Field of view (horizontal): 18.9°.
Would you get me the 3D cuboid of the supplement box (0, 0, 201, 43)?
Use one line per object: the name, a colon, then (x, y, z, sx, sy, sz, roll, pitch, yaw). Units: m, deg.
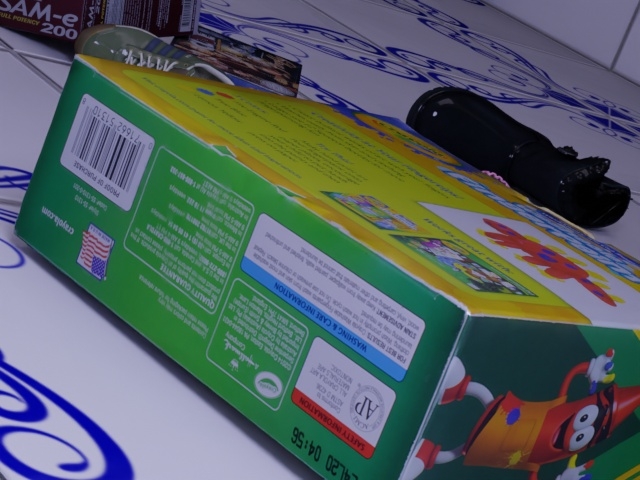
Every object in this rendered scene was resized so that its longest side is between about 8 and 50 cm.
supplement box: (-0.257, -0.281, 2.265, 0.130, 0.073, 0.239, 16, 15, 28)

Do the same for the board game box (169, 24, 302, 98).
board game box: (-0.108, -0.206, 2.360, 0.165, 0.042, 0.243, 21, 14, -5)

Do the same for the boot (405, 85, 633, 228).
boot: (0.252, -0.104, 2.412, 0.246, 0.094, 0.207, 20, 9, -35)

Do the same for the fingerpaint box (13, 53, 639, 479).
fingerpaint box: (0.050, 0.037, 1.447, 0.371, 0.163, 0.445, 7, 20, -47)

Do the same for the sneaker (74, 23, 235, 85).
sneaker: (-0.174, -0.189, 2.148, 0.192, 0.064, 0.086, 18, 9, -29)

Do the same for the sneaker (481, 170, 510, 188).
sneaker: (0.166, -0.061, 2.256, 0.119, 0.047, 0.057, 21, 34, 1)
